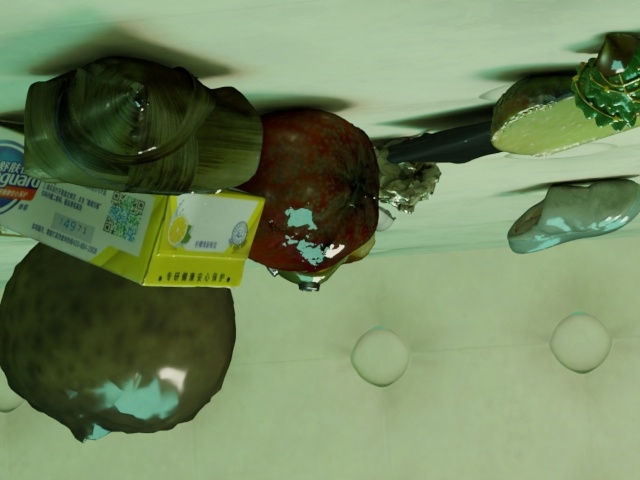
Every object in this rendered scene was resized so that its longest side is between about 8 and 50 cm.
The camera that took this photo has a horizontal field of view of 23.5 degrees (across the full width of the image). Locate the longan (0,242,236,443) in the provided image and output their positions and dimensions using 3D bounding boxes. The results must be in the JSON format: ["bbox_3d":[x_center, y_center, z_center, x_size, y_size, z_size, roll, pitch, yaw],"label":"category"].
[{"bbox_3d":[-0.316,0.141,2.452,0.391,0.391,0.391,-4,175,0],"label":"longan"}]

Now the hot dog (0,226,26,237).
[{"bbox_3d":[-0.371,-0.044,2.061,0.288,0.068,0.083,2,151,-16],"label":"hot dog"}]

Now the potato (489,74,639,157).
[{"bbox_3d":[0.254,-0.136,1.538,0.197,0.054,0.119,-11,154,-13],"label":"potato"}]

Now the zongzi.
[{"bbox_3d":[-0.114,-0.103,1.303,0.221,0.112,0.242,1,172,-33],"label":"zongzi"}]

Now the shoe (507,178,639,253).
[{"bbox_3d":[0.400,-0.054,2.493,0.251,0.103,0.100,-22,122,33],"label":"shoe"}]

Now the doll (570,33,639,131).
[{"bbox_3d":[0.275,-0.141,1.377,0.078,0.077,0.113,6,172,-13],"label":"doll"}]

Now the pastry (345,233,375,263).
[{"bbox_3d":[0.000,0.000,2.718,0.192,0.093,0.182,-3,173,-8],"label":"pastry"}]

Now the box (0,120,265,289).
[{"bbox_3d":[-0.212,-0.038,1.539,0.265,0.097,0.168,21,-171,33],"label":"box"}]

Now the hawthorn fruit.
[{"bbox_3d":[-0.051,-0.061,1.636,0.235,0.181,0.181,8,-178,29],"label":"hawthorn fruit"}]

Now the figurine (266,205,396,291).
[{"bbox_3d":[-0.007,-0.007,1.976,0.166,0.141,0.250,27,180,-3],"label":"figurine"}]

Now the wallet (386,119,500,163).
[{"bbox_3d":[0.226,-0.120,1.724,0.285,0.030,0.146,-12,169,39],"label":"wallet"}]

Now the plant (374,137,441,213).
[{"bbox_3d":[0.106,-0.100,1.880,0.122,0.104,0.116,-50,-176,39],"label":"plant"}]
